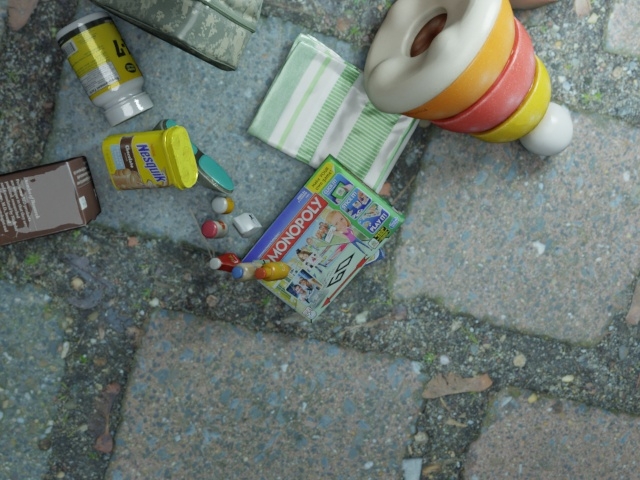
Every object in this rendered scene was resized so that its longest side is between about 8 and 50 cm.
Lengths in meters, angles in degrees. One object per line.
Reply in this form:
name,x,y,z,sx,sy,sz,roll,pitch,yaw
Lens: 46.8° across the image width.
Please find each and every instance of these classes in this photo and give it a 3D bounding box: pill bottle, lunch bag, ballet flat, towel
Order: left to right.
pill bottle,-0.432,-0.344,1.502,0.119,0.119,0.208,-28,103,-2
lunch bag,-0.256,-0.503,1.405,0.305,0.212,0.256,30,98,27
ballet flat,-0.277,-0.168,1.589,0.068,0.072,0.213,-37,103,28
towel,0.039,-0.268,1.620,0.325,0.038,0.248,27,96,-11

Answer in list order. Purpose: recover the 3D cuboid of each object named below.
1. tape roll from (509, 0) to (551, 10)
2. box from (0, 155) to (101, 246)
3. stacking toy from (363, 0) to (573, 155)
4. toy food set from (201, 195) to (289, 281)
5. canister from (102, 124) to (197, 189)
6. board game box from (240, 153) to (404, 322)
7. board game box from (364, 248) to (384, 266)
tape roll,0.458,-0.617,1.547,0.246,0.169,0.246,-1,101,-8
box,-0.657,-0.060,1.486,0.381,0.191,0.143,-12,101,-6
stacking toy,0.359,-0.321,1.565,0.480,0.350,0.351,30,95,-31
toy food set,-0.182,0.010,1.566,0.111,0.104,0.232,-41,77,17
canister,-0.353,-0.166,1.529,0.170,0.073,0.126,-2,117,20
board game box,0.000,0.000,1.616,0.213,0.046,0.317,38,106,-8
board game box,0.040,-0.025,1.648,0.136,0.035,0.201,-25,103,11
